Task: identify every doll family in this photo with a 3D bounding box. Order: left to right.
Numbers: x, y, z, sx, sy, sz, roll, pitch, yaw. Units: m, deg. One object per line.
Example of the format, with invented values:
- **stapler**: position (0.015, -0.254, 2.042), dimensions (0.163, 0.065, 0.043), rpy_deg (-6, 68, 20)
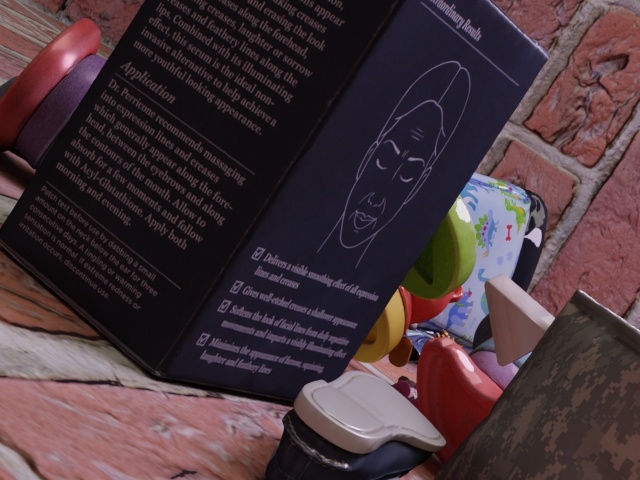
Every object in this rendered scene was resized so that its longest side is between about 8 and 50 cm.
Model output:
- **doll family**: position (0.091, 0.112, 1.715), dimensions (0.263, 0.118, 0.163), rpy_deg (37, 9, 25)

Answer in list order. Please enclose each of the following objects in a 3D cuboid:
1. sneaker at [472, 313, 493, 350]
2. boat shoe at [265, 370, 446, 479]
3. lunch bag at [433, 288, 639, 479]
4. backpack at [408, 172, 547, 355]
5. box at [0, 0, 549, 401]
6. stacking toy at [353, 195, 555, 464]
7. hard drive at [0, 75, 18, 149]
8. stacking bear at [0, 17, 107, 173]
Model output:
- **sneaker**: position (0.267, 0.222, 1.719), dimensions (0.314, 0.116, 0.136), rpy_deg (61, 2, 27)
- **boat shoe**: position (0.029, 0.160, 1.163), dimensions (0.095, 0.079, 0.254), rpy_deg (37, 9, 14)
- **lunch bag**: position (0.228, 0.193, 1.188), dimensions (0.169, 0.235, 0.287), rpy_deg (35, 5, -10)
- **backpack**: position (0.131, 0.007, 2.077), dimensions (0.355, 0.290, 0.273), rpy_deg (24, -2, -20)
- **box**: position (-0.030, -0.084, 1.296), dimensions (0.212, 0.395, 0.293), rpy_deg (36, 6, 27)
- **stacking toy**: position (0.153, 0.066, 1.498), dimensions (0.130, 0.279, 0.309), rpy_deg (-22, 59, -33)
- **hard drive**: position (-0.315, -0.127, 1.820), dimensions (0.172, 0.054, 0.255), rpy_deg (31, 6, -23)
- **stacking bear**: position (-0.198, -0.078, 1.597), dimensions (0.289, 0.175, 0.164), rpy_deg (40, 3, -5)
